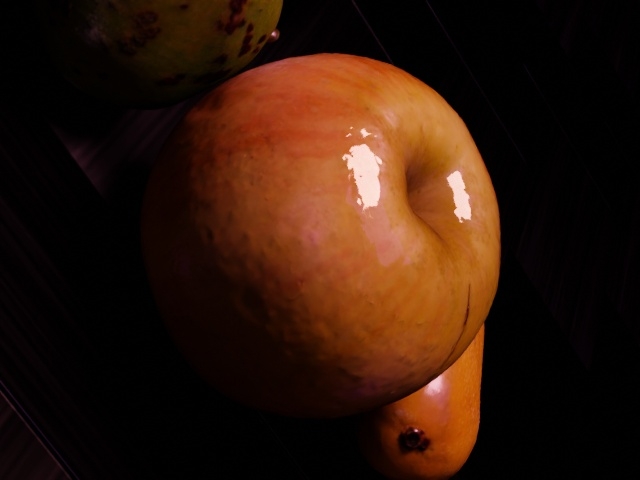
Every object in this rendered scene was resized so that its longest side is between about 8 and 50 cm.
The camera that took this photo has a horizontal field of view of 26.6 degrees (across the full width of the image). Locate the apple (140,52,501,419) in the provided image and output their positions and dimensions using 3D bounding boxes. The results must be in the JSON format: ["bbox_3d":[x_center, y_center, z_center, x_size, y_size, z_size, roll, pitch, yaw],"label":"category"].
[{"bbox_3d":[0.000,0.000,1.014,0.286,0.233,0.286,31,49,-44],"label":"apple"}]

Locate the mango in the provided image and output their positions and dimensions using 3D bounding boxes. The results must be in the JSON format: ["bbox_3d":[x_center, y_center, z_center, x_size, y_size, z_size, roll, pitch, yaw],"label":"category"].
[{"bbox_3d":[0.087,0.110,1.186,0.262,0.109,0.157,-72,163,-63],"label":"mango"}]

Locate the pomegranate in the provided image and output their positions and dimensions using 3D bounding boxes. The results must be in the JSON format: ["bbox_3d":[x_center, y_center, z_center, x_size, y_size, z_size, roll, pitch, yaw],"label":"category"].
[{"bbox_3d":[-0.144,-0.208,0.991,0.263,0.211,0.211,23,44,-18],"label":"pomegranate"}]
